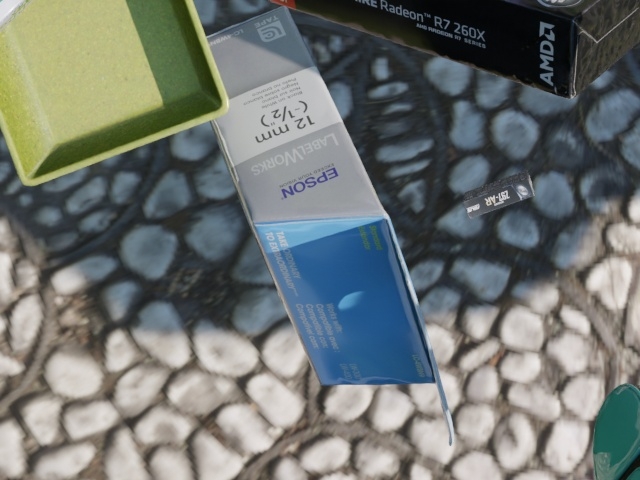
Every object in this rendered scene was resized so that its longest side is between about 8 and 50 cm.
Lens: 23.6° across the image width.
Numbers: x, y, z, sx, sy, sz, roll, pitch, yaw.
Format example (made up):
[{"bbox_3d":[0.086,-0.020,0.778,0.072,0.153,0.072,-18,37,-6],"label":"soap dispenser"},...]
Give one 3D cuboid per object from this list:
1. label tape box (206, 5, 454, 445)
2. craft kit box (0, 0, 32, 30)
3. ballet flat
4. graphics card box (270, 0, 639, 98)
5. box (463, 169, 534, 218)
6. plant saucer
[{"bbox_3d":[0.000,0.000,1.360,0.115,0.249,0.347,-21,50,0],"label":"label tape box"},{"bbox_3d":[-0.283,-0.271,1.093,0.246,0.061,0.250,45,78,-10],"label":"craft kit box"},{"bbox_3d":[0.207,0.154,0.936,0.070,0.188,0.070,3,114,6],"label":"ballet flat"},{"bbox_3d":[0.153,-0.275,1.527,0.371,0.233,0.094,25,135,32],"label":"graphics card box"},{"bbox_3d":[0.173,-0.045,1.488,0.067,0.083,0.018,-20,95,8],"label":"box"},{"bbox_3d":[-0.182,-0.162,1.231,0.188,0.045,0.188,-19,94,14],"label":"plant saucer"}]
